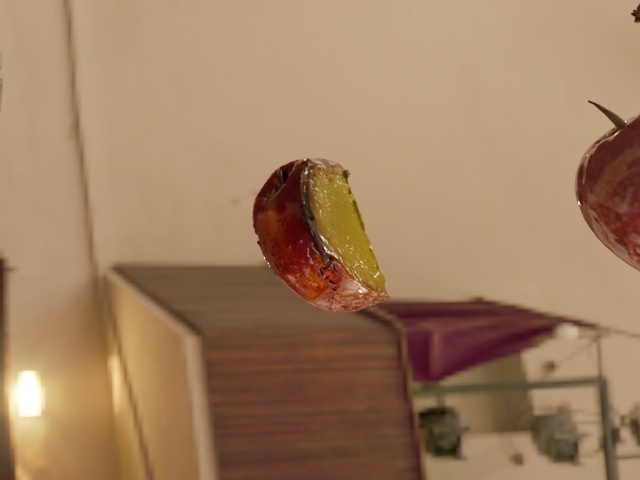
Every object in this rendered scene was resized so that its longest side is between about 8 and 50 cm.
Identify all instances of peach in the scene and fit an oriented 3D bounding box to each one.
[{"bbox_3d":[-0.005,0.001,1.501,0.172,0.092,0.127,61,29,-15],"label":"peach"}]

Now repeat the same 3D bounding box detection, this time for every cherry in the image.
[{"bbox_3d":[0.449,-0.080,1.952,0.285,0.213,0.236,54,-8,10],"label":"cherry"}]

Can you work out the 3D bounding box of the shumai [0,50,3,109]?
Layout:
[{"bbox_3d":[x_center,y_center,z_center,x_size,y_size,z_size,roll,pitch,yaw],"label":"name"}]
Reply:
[{"bbox_3d":[-0.363,-0.105,1.340,0.260,0.225,0.222,51,5,33],"label":"shumai"}]

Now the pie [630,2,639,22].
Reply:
[{"bbox_3d":[0.499,-0.329,2.010,0.170,0.034,0.092,5,-122,49],"label":"pie"}]
